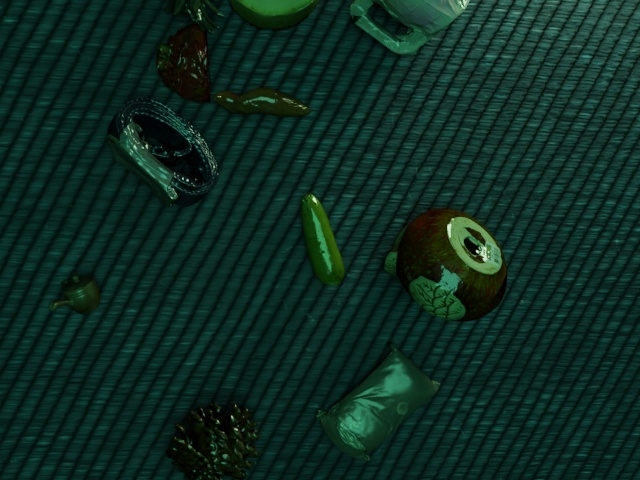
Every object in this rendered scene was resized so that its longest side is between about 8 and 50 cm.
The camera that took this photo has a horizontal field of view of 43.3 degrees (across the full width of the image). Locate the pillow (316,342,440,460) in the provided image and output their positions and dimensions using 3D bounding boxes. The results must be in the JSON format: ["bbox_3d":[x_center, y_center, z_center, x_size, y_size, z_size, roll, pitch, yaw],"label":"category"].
[{"bbox_3d":[0.125,0.355,1.740,0.255,0.059,0.169,-44,99,-1],"label":"pillow"}]

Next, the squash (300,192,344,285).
[{"bbox_3d":[0.000,0.000,1.669,0.066,0.066,0.201,-18,99,-7],"label":"squash"}]

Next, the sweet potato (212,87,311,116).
[{"bbox_3d":[-0.116,-0.278,1.621,0.202,0.055,0.058,4,97,-11],"label":"sweet potato"}]

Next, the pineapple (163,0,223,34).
[{"bbox_3d":[-0.245,-0.563,1.525,0.169,0.169,0.340,-12,107,-8],"label":"pineapple"}]

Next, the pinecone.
[{"bbox_3d":[-0.215,0.420,1.644,0.195,0.150,0.179,-43,101,-2],"label":"pinecone"}]

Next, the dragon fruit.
[{"bbox_3d":[-0.269,-0.349,1.576,0.106,0.083,0.162,-3,100,-7],"label":"dragon fruit"}]

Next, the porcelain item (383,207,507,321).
[{"bbox_3d":[0.252,0.068,1.669,0.253,0.253,0.253,-1,97,-9],"label":"porcelain item"}]

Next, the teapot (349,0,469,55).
[{"bbox_3d":[0.188,-0.477,1.594,0.221,0.163,0.178,-46,109,-2],"label":"teapot"}]

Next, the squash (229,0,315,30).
[{"bbox_3d":[-0.092,-0.526,1.563,0.220,0.133,0.220,0,95,-4],"label":"squash"}]

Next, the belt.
[{"bbox_3d":[-0.311,-0.165,1.570,0.230,0.126,0.139,44,65,-11],"label":"belt"}]

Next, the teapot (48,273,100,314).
[{"bbox_3d":[-0.493,0.114,1.590,0.085,0.110,0.080,-1,118,34],"label":"teapot"}]
